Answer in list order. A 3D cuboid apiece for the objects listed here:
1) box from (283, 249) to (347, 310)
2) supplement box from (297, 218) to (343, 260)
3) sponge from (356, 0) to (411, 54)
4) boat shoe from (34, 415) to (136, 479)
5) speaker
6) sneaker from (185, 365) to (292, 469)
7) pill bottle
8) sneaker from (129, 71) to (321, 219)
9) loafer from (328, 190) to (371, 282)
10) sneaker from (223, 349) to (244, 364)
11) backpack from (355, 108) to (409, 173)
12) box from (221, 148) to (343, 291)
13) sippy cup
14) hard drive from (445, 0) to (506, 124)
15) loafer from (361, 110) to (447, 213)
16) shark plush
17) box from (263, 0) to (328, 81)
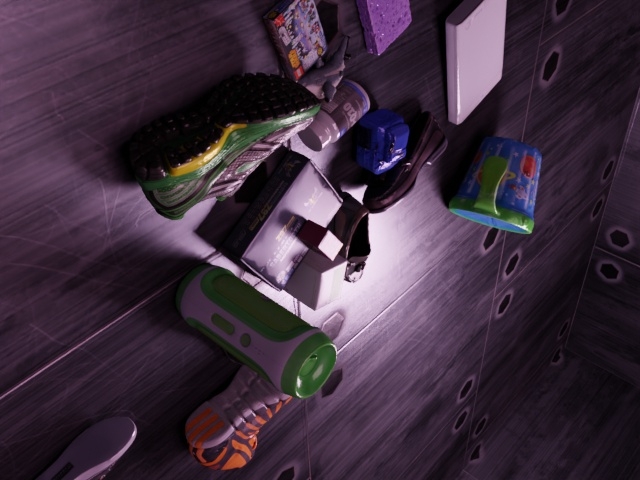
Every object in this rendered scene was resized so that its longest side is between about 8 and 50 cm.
[{"bbox_3d":[-0.013,0.073,1.525,0.087,0.102,0.101,-23,134,-42],"label":"box"},{"bbox_3d":[0.000,0.000,1.416,0.043,0.055,0.083,-58,151,-7],"label":"supplement box"},{"bbox_3d":[0.115,-0.463,1.347,0.117,0.031,0.210,-48,146,-20],"label":"sponge"},{"bbox_3d":[-0.410,0.402,1.248,0.228,0.080,0.076,-44,151,-24],"label":"boat shoe"},{"bbox_3d":[-0.116,0.152,1.253,0.131,0.297,0.131,-35,140,-36],"label":"speaker"},{"bbox_3d":[-0.149,0.372,1.575,0.321,0.124,0.180,-31,143,-23],"label":"sneaker"},{"bbox_3d":[0.023,-0.233,1.355,0.137,0.078,0.078,-46,146,-22],"label":"pill bottle"},{"bbox_3d":[-0.144,-0.157,1.155,0.344,0.134,0.146,-32,146,-25],"label":"sneaker"},{"bbox_3d":[0.073,0.012,1.614,0.096,0.084,0.267,-42,144,-27],"label":"loafer"},{"bbox_3d":[-0.134,0.213,1.441,0.087,0.130,0.227,-47,148,-18],"label":"sneaker"},{"bbox_3d":[0.127,-0.199,1.511,0.098,0.101,0.120,-22,134,-37],"label":"backpack"},{"bbox_3d":[-0.068,-0.034,1.401,0.232,0.059,0.183,-56,147,-9],"label":"box"},{"bbox_3d":[0.493,-0.157,1.968,0.240,0.305,0.224,18,89,-14],"label":"sippy cup"},{"bbox_3d":[0.366,-0.445,1.690,0.203,0.040,0.307,-48,151,-20],"label":"hard drive"},{"bbox_3d":[0.177,-0.180,1.617,0.302,0.109,0.095,-47,127,-32],"label":"loafer"},{"bbox_3d":[0.013,-0.312,1.305,0.067,0.073,0.161,44,81,-27],"label":"shark plush"},{"bbox_3d":[-0.039,-0.350,1.222,0.094,0.027,0.137,-49,147,-17],"label":"box"}]
